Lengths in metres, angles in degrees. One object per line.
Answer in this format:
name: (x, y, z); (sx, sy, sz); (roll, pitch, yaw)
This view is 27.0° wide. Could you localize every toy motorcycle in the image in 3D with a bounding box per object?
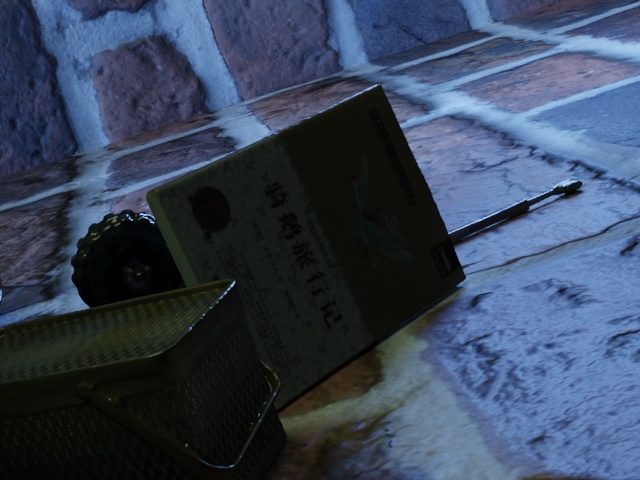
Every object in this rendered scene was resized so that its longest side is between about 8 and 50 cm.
toy motorcycle: (-0.077, 0.050, 1.271); (0.327, 0.188, 0.143); (-8, 17, -29)

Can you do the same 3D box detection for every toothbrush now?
toothbrush: (0.220, -0.034, 1.523); (0.194, 0.014, 0.017); (-22, 15, -21)

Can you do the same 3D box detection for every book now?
book: (0.000, 0.000, 1.221); (0.021, 0.217, 0.310); (-19, 8, 47)

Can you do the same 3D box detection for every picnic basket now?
picnic basket: (-0.172, 0.139, 1.036); (0.267, 0.139, 0.165); (-12, 14, 21)

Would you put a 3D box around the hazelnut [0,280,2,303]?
hazelnut: (-0.509, 0.056, 1.750); (0.208, 0.208, 0.208); (-16, 13, 4)
